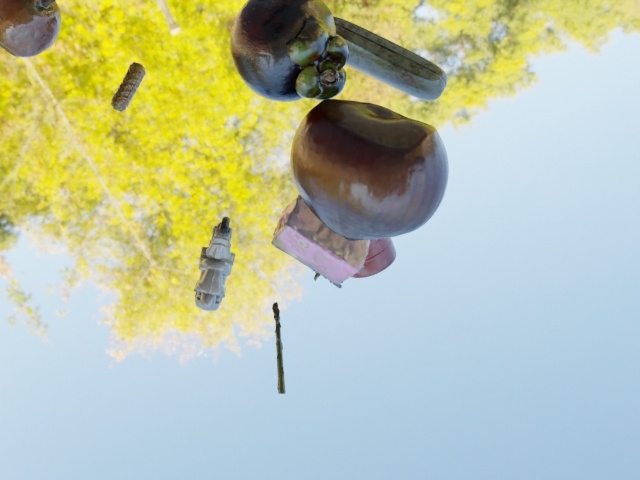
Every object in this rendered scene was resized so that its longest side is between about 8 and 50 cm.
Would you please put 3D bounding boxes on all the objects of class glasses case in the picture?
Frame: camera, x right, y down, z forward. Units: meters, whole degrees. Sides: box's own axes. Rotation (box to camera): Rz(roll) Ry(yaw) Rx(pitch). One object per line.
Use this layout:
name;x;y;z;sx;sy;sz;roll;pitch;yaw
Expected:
glasses case;0.180;-0.544;2.031;0.098;0.425;0.156;-64;179;-13

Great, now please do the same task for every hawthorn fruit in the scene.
hawthorn fruit;-0.609;-0.477;1.416;0.189;0.149;0.149;-44;-164;23

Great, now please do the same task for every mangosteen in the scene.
mangosteen;-0.079;-0.485;1.695;0.311;0.311;0.311;-21;-157;9

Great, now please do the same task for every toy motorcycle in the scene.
toy motorcycle;-0.325;0.099;2.054;0.107;0.341;0.223;13;-147;-7

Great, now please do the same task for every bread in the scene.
bread;-0.563;-0.450;1.979;0.044;0.052;0.157;18;-100;49

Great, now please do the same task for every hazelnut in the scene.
hazelnut;0.122;-0.181;1.711;0.409;0.359;0.359;31;-130;19

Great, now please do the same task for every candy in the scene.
candy;0.000;0.000;1.958;0.116;0.265;0.155;-46;-164;46

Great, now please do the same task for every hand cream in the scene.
hand cream;0.147;0.026;2.227;0.193;0.125;0.193;-22;-158;9

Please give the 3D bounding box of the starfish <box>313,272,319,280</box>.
starfish;0.051;0.058;2.431;0.176;0.053;0.208;-11;-127;19

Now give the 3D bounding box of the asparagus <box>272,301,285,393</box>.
asparagus;-0.109;0.277;1.763;0.025;0.024;0.249;-15;-113;22
